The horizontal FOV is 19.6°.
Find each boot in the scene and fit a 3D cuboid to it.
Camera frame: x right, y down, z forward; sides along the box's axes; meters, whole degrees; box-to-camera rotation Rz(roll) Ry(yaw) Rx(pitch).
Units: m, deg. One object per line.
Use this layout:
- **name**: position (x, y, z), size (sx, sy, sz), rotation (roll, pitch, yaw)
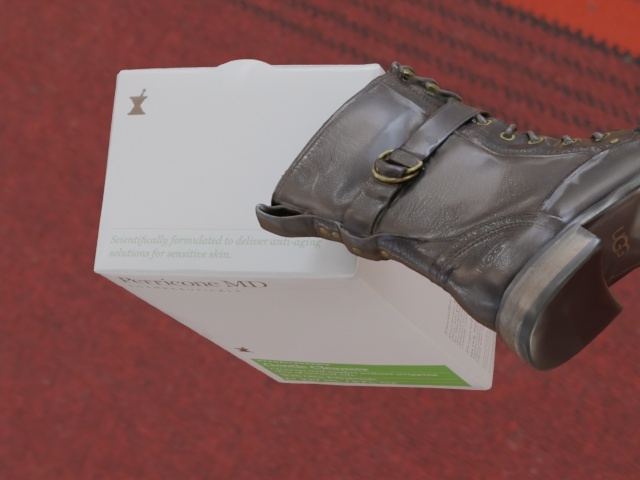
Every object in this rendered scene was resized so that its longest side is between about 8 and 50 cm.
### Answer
- **boot**: position (0.116, -0.054, 1.108), size (0.263, 0.091, 0.229), rotation (-38, 49, -22)

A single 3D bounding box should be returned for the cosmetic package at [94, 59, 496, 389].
- **cosmetic package**: position (0.000, 0.000, 1.375), size (0.197, 0.365, 0.155), rotation (1, 75, 21)
